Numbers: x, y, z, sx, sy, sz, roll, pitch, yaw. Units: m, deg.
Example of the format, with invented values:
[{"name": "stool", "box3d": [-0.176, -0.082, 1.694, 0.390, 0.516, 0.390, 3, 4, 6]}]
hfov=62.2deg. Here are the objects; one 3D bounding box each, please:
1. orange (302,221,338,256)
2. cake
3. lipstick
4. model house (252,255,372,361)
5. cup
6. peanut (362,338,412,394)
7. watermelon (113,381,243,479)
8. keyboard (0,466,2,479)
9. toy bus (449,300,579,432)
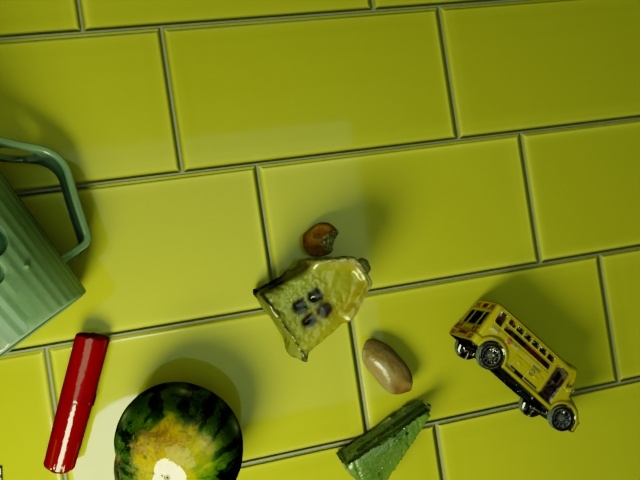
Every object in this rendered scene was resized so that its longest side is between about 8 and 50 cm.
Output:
[{"name": "orange", "box3d": [0.000, 0.000, 1.206, 0.086, 0.062, 0.086, -8, 51, 10]}, {"name": "cake", "box3d": [0.163, 0.464, 1.200, 0.235, 0.100, 0.099, -33, 95, -9]}, {"name": "lipstick", "box3d": [-0.509, 0.335, 1.106, 0.073, 0.073, 0.280, 14, 86, -9]}, {"name": "model house", "box3d": [-0.002, 0.123, 1.140, 0.234, 0.193, 0.175, -29, 93, -12]}, {"name": "cup", "box3d": [-0.636, -0.001, 0.984, 0.401, 0.310, 0.392, -39, 100, -7]}, {"name": "peanut", "box3d": [0.152, 0.290, 1.218, 0.076, 0.076, 0.152, -41, 90, -8]}, {"name": "watermelon", "box3d": [-0.282, 0.415, 1.054, 0.268, 0.269, 0.269, 0, 88, -10]}, {"name": "keyboard", "box3d": [-0.691, 0.573, 1.097, 0.067, 0.011, 0.202, -2, 89, -11]}, {"name": "toy bus", "box3d": [0.470, 0.292, 1.235, 0.331, 0.145, 0.151, 41, 81, -5]}]
